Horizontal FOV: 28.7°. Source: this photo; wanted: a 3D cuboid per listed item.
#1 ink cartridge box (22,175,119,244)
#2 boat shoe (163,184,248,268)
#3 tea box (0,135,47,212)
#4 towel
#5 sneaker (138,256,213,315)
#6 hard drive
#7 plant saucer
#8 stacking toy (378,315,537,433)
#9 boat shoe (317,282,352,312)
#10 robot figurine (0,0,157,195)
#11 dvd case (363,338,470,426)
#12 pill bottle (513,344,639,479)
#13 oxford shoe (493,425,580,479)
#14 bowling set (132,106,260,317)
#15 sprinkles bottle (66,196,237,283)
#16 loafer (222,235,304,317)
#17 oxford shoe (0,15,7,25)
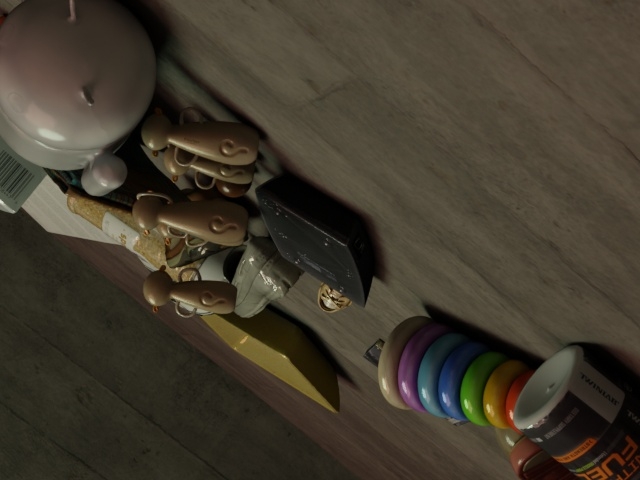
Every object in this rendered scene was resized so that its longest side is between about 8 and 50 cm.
[{"bbox_3d":[-0.518,-0.108,2.702,0.384,0.091,0.308,8,152,30],"label":"ink cartridge box"},{"bbox_3d":[-0.201,-0.032,2.075,0.120,0.122,0.324,68,160,-1],"label":"boat shoe"},{"bbox_3d":[-0.639,-0.241,2.193,0.329,0.220,0.323,44,165,-27],"label":"tea box"},{"bbox_3d":[-0.327,-0.115,1.886,0.271,0.040,0.370,18,-166,-37],"label":"towel"},{"bbox_3d":[-0.247,0.080,2.497,0.321,0.126,0.127,37,167,52],"label":"sneaker"},{"bbox_3d":[0.000,0.000,1.769,0.172,0.054,0.255,32,165,18],"label":"hard drive"},{"bbox_3d":[-0.113,0.212,2.675,0.332,0.081,0.333,28,165,31],"label":"plant saucer"},{"bbox_3d":[0.241,0.203,1.734,0.330,0.141,0.141,13,153,44],"label":"stacking toy"},{"bbox_3d":[0.029,0.082,1.955,0.063,0.059,0.170,36,166,4],"label":"boat shoe"},{"bbox_3d":[-0.317,-0.201,1.579,0.300,0.199,0.353,67,164,-2],"label":"robot figurine"},{"bbox_3d":[0.179,0.261,2.266,0.221,0.018,0.164,36,166,2],"label":"dvd case"},{"bbox_3d":[0.367,0.249,1.531,0.245,0.130,0.130,38,166,-7],"label":"pill bottle"},{"bbox_3d":[0.343,0.317,1.925,0.130,0.123,0.348,59,-179,31],"label":"oxford shoe"},{"bbox_3d":[-0.174,-0.052,1.714,0.154,0.287,0.200,8,-165,-4],"label":"bowling set"},{"bbox_3d":[-0.303,-0.015,2.325,0.355,0.121,0.121,33,166,15],"label":"sprinkles bottle"},{"bbox_3d":[-0.113,0.055,2.138,0.111,0.112,0.319,43,158,-4],"label":"loafer"},{"bbox_3d":[-0.413,-0.236,1.911,0.271,0.098,0.097,32,166,19],"label":"oxford shoe"}]
